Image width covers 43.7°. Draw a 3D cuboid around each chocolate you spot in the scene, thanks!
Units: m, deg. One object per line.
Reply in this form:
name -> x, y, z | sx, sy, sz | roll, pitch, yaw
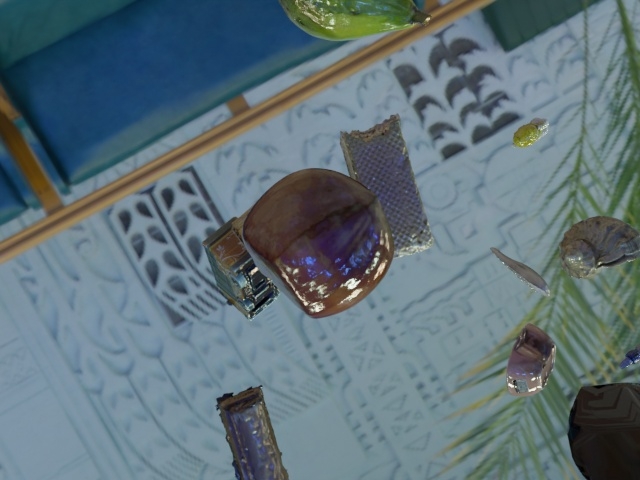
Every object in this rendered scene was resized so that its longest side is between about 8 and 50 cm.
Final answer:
chocolate -> -0.109, 0.439, 1.512 | 0.102, 0.329, 0.065 | -18, -173, -18
chocolate -> 0.716, 0.438, 1.781 | 0.186, 0.283, 0.284 | -6, 167, -33

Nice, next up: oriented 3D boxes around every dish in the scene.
dish -> 0.598, 0.343, 2.230 | 0.090, 0.213, 0.213 | 13, -155, 30

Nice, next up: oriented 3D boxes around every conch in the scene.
conch -> 0.571, 0.017, 1.586 | 0.207, 0.130, 0.155 | -8, -151, -29

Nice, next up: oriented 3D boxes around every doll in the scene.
doll -> 0.605, -0.310, 2.301 | 0.106, 0.062, 0.162 | -35, 176, 35

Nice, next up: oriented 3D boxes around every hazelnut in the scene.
hazelnut -> 0.001, -0.001, 1.166 | 0.181, 0.212, 0.181 | -41, -177, -13

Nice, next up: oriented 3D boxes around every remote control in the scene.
remote control -> 0.552, 0.082, 2.191 | 0.044, 0.073, 0.229 | -50, -139, 7

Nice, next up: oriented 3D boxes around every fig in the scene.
fig -> 0.045, -0.501, 1.631 | 0.233, 0.314, 0.233 | -29, 159, -12

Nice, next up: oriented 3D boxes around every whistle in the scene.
whistle -> 0.685, 0.252, 1.738 | 0.083, 0.033, 0.029 | -36, 165, -8

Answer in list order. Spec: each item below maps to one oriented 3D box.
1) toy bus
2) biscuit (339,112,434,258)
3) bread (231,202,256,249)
toy bus -> -0.210, 0.080, 2.162 | 0.138, 0.167, 0.275 | -41, 151, -20
biscuit -> 0.112, -0.087, 1.358 | 0.108, 0.238, 0.062 | -17, -176, -7
bread -> -0.112, -0.001, 1.838 | 0.114, 0.190, 0.132 | -39, 145, 6
